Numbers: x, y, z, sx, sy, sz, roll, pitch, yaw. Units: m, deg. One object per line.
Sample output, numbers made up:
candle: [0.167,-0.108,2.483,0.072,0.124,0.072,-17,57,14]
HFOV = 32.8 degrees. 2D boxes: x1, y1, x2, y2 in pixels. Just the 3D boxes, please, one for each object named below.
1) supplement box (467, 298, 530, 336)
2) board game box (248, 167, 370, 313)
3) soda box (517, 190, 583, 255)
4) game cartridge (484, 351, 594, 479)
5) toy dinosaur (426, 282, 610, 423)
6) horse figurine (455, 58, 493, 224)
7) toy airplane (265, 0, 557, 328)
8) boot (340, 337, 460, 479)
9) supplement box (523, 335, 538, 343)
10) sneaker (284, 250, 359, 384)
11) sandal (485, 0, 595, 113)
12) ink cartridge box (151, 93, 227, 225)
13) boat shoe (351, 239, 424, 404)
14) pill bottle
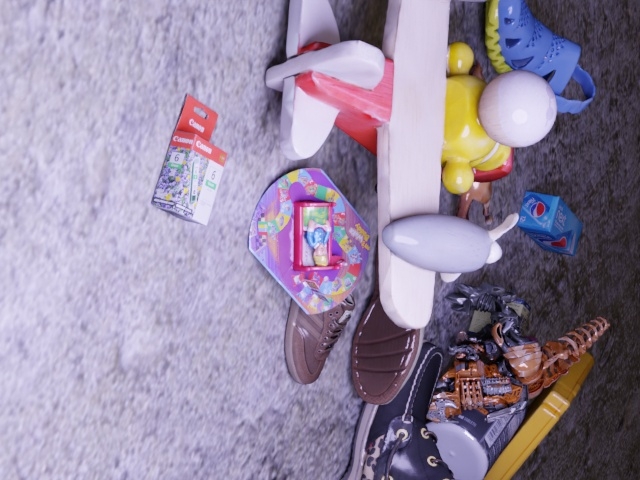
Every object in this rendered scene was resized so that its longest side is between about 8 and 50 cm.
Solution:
supplement box: [0.312,0.141,1.899,0.056,0.083,0.083,38,66,-61]
board game box: [0.000,0.000,1.240,0.133,0.033,0.168,-51,119,-21]
soda box: [0.443,-0.030,2.088,0.210,0.067,0.071,29,76,-60]
game cartridge: [0.377,0.347,1.966,0.285,0.053,0.324,-56,169,20]
toy dinosaur: [0.298,0.193,1.738,0.322,0.218,0.164,-2,127,-19]
horse figurine: [0.246,-0.126,1.690,0.174,0.066,0.263,36,66,-68]
toy airplane: [0.124,-0.154,1.225,0.384,0.272,0.386,-54,135,-47]
boot: [0.179,0.340,1.519,0.377,0.284,0.138,-66,150,-19]
supplement box: [0.393,0.225,2.116,0.043,0.055,0.083,-58,147,-35]
sneaker: [0.004,0.093,1.324,0.066,0.071,0.188,-22,119,-58]
sandal: [0.338,-0.289,1.688,0.317,0.138,0.126,52,39,-51]
ink cartridge box: [-0.122,-0.078,1.067,0.063,0.029,0.115,28,76,-61]
boat shoe: [0.112,0.102,1.509,0.095,0.095,0.257,24,79,-68]
pill bottle: [0.267,0.295,1.830,0.246,0.130,0.130,-39,134,-50]
